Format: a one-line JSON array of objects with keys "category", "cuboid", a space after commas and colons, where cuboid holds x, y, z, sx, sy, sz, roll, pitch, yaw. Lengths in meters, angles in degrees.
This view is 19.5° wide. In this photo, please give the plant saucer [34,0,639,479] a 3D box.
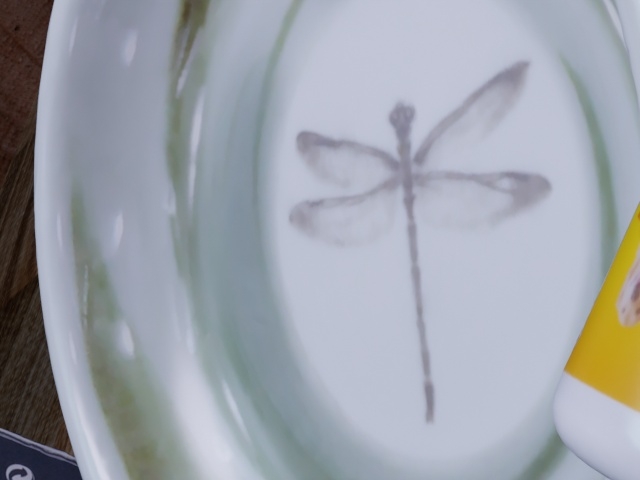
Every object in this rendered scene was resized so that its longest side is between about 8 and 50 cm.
[{"category": "plant saucer", "cuboid": [0.024, -0.008, 0.713, 0.400, 0.100, 0.400, 5, 96, 54]}]

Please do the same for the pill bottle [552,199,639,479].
[{"category": "pill bottle", "cuboid": [0.134, 0.012, 0.463, 0.215, 0.117, 0.117, -67, 16, 2]}]

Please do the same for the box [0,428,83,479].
[{"category": "box", "cuboid": [-0.259, 0.344, 1.098, 0.293, 0.212, 0.395, -54, 21, 36]}]
